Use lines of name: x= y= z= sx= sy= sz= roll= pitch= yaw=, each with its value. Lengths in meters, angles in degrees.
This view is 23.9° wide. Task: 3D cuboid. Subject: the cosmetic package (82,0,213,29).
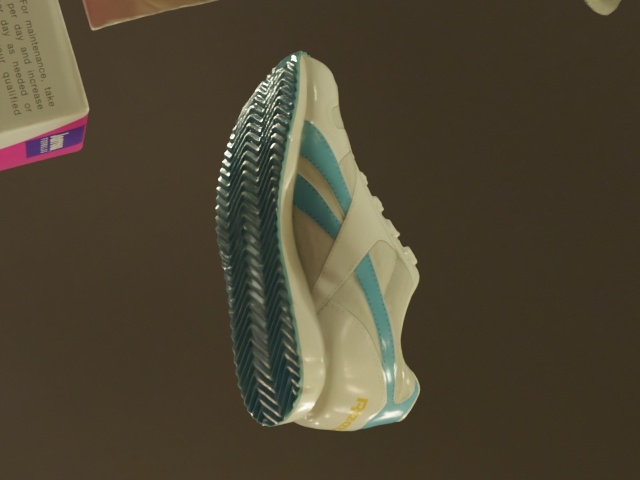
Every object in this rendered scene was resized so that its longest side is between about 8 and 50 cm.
cosmetic package: x=-0.092 y=-0.284 z=0.837 sx=0.153 sy=0.129 sz=0.296 roll=-12 pitch=-73 yaw=4

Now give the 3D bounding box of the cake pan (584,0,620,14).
cake pan: x=0.090 y=-0.246 z=0.695 sx=0.054 sy=0.293 sz=0.293 roll=-6 pitch=-83 yaw=20

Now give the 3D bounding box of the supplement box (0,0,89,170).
supplement box: x=-0.232 y=-0.077 z=0.730 sx=0.111 sy=0.220 sz=0.114 roll=148 pitch=-76 yaw=-79

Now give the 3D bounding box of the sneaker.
sneaker: x=0.000 y=0.000 z=0.861 sx=0.087 sy=0.092 sz=0.228 roll=-36 pitch=-129 yaw=50
